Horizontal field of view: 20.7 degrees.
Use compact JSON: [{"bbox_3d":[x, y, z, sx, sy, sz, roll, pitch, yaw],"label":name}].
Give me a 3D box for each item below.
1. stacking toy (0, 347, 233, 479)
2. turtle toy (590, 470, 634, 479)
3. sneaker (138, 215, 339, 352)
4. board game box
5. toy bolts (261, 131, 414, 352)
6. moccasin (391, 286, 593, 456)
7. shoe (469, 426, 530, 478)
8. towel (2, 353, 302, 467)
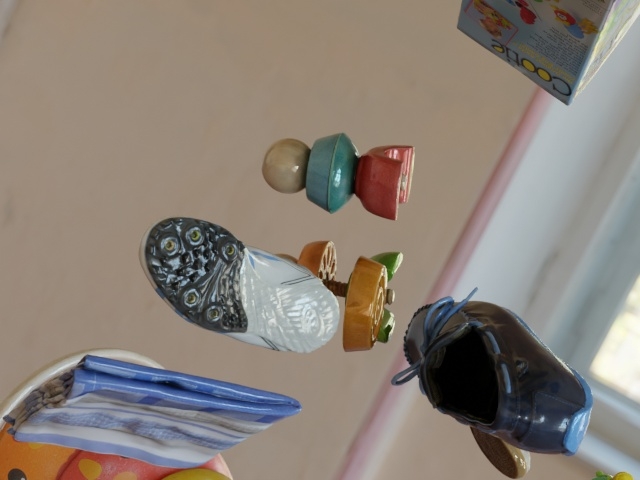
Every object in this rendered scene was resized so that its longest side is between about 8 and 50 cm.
[{"bbox_3d":[-0.182,0.359,2.134,0.350,0.350,0.480,20,2,-45],"label":"stacking toy"},{"bbox_3d":[0.303,0.311,1.895,0.066,0.130,0.095,0,-26,-4],"label":"turtle toy"},{"bbox_3d":[-0.077,0.037,1.461,0.086,0.085,0.237,18,-7,40],"label":"sneaker"},{"bbox_3d":[0.232,-0.261,1.618,0.144,0.142,0.275,36,-13,9],"label":"board game box"},{"bbox_3d":[0.000,0.000,1.857,0.158,0.228,0.218,9,12,10],"label":"toy bolts"},{"bbox_3d":[0.159,0.122,1.822,0.117,0.138,0.342,12,3,-24],"label":"moccasin"},{"bbox_3d":[0.195,0.185,2.070,0.219,0.058,0.076,58,-18,34],"label":"shoe"},{"bbox_3d":[-0.159,0.161,1.587,0.209,0.034,0.285,12,-19,-19],"label":"towel"}]
